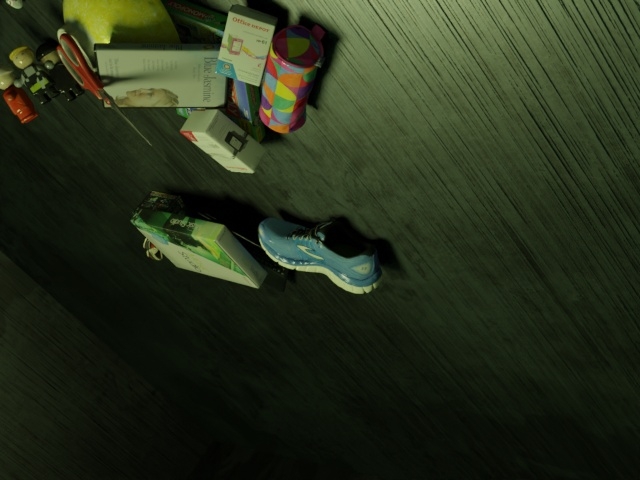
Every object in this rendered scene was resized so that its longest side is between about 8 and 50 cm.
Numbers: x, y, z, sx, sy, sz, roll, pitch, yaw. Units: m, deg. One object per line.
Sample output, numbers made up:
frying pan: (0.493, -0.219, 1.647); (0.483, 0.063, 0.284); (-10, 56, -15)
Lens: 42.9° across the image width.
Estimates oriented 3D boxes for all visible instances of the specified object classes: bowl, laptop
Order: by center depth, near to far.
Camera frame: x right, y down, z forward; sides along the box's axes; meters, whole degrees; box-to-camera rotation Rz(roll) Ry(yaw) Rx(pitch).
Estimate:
bowl: (-0.425, -0.409, 1.624); (0.289, 0.156, 0.289); (39, 156, 21)
laptop: (-0.204, 0.034, 2.150); (0.234, 0.136, 0.264); (29, 136, 12)

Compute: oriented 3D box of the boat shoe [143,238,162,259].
boat shoe: (-0.529, 0.022, 2.579); (0.043, 0.049, 0.137); (26, 153, 9)

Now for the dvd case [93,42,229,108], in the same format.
dvd case: (-0.305, -0.318, 1.592); (0.253, 0.022, 0.180); (-2, 152, -10)

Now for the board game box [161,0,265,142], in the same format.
board game box: (-0.229, -0.348, 1.690); (0.213, 0.046, 0.317); (25, 150, 19)

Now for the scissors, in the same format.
scissors: (-0.415, -0.277, 1.565); (0.297, 0.021, 0.109); (50, 154, 6)

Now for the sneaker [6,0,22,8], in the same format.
sneaker: (-0.695, -0.570, 1.851); (0.069, 0.038, 0.098); (15, 147, 34)

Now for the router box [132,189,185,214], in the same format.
router box: (-0.452, -0.090, 2.277); (0.122, 0.092, 0.038); (13, 145, 36)

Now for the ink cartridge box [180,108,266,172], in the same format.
ink cartridge box: (-0.206, -0.212, 1.738); (0.150, 0.063, 0.109); (38, 164, -36)

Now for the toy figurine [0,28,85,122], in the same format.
toy figurine: (-0.638, -0.393, 1.891); (0.209, 0.213, 0.148); (-19, 105, 53)

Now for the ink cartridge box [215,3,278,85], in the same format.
ink cartridge box: (-0.136, -0.358, 1.494); (0.088, 0.052, 0.122); (16, 120, -4)

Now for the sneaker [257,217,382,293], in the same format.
sneaker: (0.000, 0.000, 1.933); (0.330, 0.130, 0.147); (19, 134, 21)

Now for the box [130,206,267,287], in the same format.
box: (-0.322, 0.018, 2.153); (0.322, 0.058, 0.232); (10, 152, 36)

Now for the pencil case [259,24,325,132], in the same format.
pencil case: (-0.054, -0.299, 1.525); (0.104, 0.104, 0.236); (33, 153, 3)
